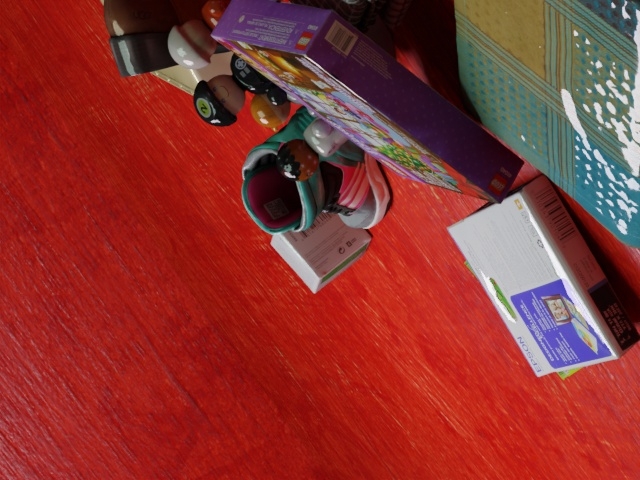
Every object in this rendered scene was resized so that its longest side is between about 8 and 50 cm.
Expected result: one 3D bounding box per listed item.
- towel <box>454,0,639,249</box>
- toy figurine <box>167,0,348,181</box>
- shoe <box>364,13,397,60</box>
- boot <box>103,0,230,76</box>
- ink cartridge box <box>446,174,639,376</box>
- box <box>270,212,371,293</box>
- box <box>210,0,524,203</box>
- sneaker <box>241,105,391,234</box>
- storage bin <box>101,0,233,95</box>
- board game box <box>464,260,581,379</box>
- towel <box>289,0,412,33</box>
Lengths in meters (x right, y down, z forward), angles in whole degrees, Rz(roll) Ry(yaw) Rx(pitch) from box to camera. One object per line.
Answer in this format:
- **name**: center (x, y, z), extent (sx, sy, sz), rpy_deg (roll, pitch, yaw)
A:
- **towel**: center (0.217, -0.167, 1.660), extent (0.271, 0.040, 0.370), rpy_deg (44, 162, 28)
- **toy figurine**: center (-0.057, -0.182, 2.077), extent (0.209, 0.148, 0.213), rpy_deg (41, -169, -38)
- **shoe**: center (0.021, -0.244, 2.021), extent (0.178, 0.063, 0.081), rpy_deg (61, 166, -14)
- **boot**: center (-0.175, -0.355, 2.178), extent (0.096, 0.264, 0.280), rpy_deg (-1, 104, 50)
- **ink cartridge box**: center (0.241, 0.044, 1.993), extent (0.206, 0.045, 0.208), rpy_deg (59, 159, -1)
- **box**: center (0.000, 0.000, 2.569), extent (0.102, 0.101, 0.087), rpy_deg (50, 166, 8)
- **box**: center (0.049, -0.146, 1.891), extent (0.293, 0.057, 0.201), rpy_deg (35, 173, -32)
- **sneaker**: center (-0.009, -0.064, 2.292), extent (0.124, 0.178, 0.295), rpy_deg (44, 164, 27)
- **storage bin**: center (-0.211, -0.341, 2.364), extent (0.260, 0.123, 0.262), rpy_deg (32, 156, 54)
- **board game box**: center (0.249, 0.072, 2.109), extent (0.181, 0.043, 0.092), rpy_deg (50, 164, 6)
- **towel**: center (-0.022, -0.333, 1.817), extent (0.283, 0.121, 0.235), rpy_deg (50, 166, 6)
